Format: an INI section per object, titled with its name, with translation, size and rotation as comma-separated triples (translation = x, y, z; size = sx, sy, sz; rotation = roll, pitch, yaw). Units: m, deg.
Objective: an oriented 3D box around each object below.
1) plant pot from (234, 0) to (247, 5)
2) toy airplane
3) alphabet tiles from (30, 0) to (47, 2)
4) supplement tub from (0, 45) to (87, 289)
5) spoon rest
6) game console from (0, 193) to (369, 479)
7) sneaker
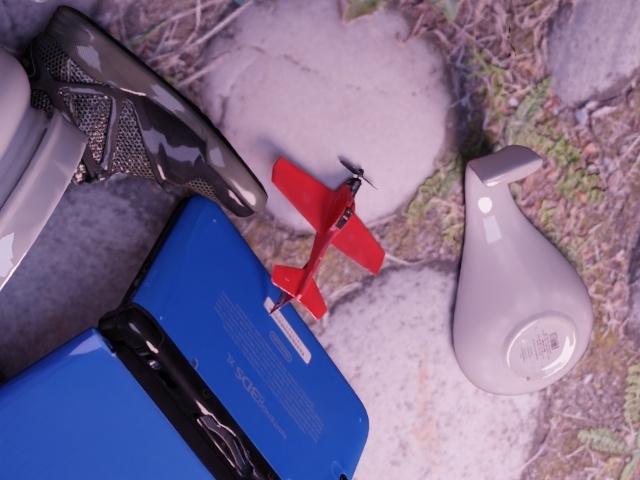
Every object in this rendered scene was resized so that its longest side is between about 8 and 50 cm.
[plant pot]
translation = -0.123, -0.306, 1.207
size = 0.234, 0.165, 0.166
rotation = 30, 96, -19
[toy airplane]
translation = 0.000, 0.000, 1.434
size = 0.151, 0.028, 0.151
rotation = -5, 97, -37
[alphabet tiles]
translation = -0.168, -0.327, 1.282
size = 0.278, 0.021, 0.284
rotation = -41, 117, 0
[supplement tub]
translation = -0.344, -0.083, 1.171
size = 0.316, 0.228, 0.228
rotation = 35, 96, -15
[spoon rest]
translation = 0.174, 0.027, 1.509
size = 0.137, 0.084, 0.276
rotation = -20, 128, -10
[game console]
translation = -0.124, 0.154, 1.426
size = 0.173, 0.250, 0.293
rotation = -16, 122, 33
[sneaker]
translation = -0.154, -0.070, 1.348
size = 0.227, 0.087, 0.130
rotation = 37, 96, -23
